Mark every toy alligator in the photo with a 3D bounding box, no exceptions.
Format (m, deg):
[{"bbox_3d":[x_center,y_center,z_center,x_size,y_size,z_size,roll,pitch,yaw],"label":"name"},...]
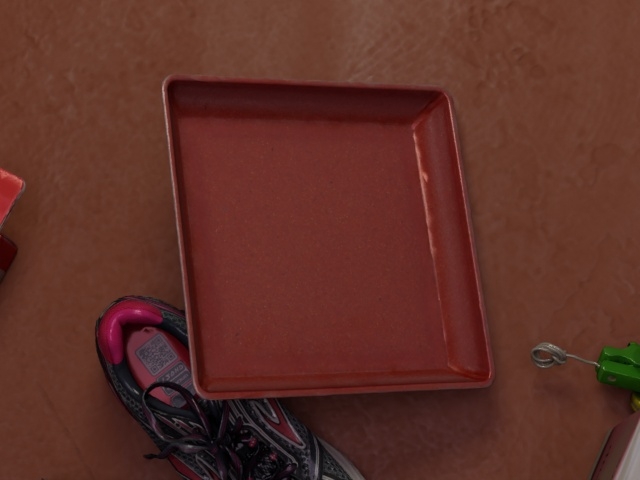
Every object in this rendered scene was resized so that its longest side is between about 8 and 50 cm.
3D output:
[{"bbox_3d":[0.265,0.104,1.379,0.190,0.056,0.051,18,39,7],"label":"toy alligator"}]

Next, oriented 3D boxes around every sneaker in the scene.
[{"bbox_3d":[-0.072,0.166,1.349,0.299,0.112,0.121,42,84,8],"label":"sneaker"}]

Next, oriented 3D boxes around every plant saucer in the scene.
[{"bbox_3d":[0.000,0.000,1.359,0.258,0.048,0.259,0,74,-25],"label":"plant saucer"}]

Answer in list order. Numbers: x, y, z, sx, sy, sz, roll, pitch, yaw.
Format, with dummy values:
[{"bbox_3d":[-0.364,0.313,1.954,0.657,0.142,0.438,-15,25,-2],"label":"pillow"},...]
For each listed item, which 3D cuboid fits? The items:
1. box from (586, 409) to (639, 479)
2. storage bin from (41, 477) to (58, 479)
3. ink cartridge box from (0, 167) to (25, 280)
[{"bbox_3d":[0.256,0.219,1.262,0.127,0.232,0.148,22,81,7],"label":"box"},{"bbox_3d":[-0.176,0.254,1.351,0.091,0.098,0.135,-1,79,-8],"label":"storage bin"},{"bbox_3d":[-0.343,0.031,1.402,0.134,0.078,0.231,27,82,7],"label":"ink cartridge box"}]
